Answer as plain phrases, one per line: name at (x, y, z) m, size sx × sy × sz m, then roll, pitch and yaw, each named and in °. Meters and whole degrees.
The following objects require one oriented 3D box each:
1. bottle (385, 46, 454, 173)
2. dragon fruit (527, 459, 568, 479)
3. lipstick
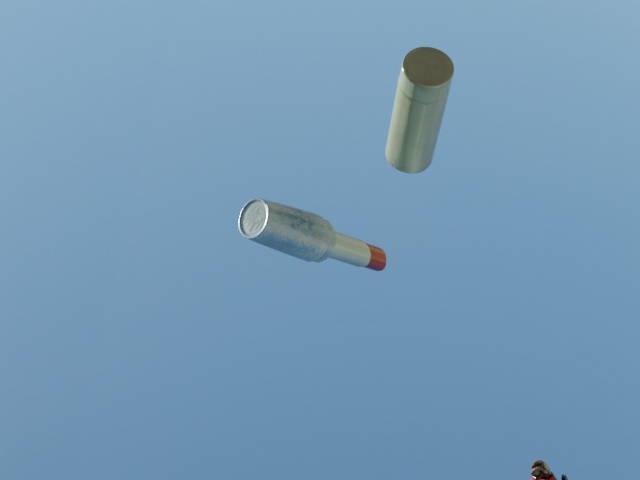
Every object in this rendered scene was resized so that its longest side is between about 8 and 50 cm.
bottle at (0.135, -0.176, 1.509) m, size 0.072 × 0.201 × 0.072 m, roll 2°, pitch -121°, yaw -3°
dragon fruit at (0.258, 0.314, 1.202) m, size 0.068 × 0.112 × 0.126 m, roll 2°, pitch -134°, yaw -54°
lipstick at (0.000, 0.000, 1.556) m, size 0.274 × 0.061 × 0.068 m, roll 18°, pitch -133°, yaw -46°
